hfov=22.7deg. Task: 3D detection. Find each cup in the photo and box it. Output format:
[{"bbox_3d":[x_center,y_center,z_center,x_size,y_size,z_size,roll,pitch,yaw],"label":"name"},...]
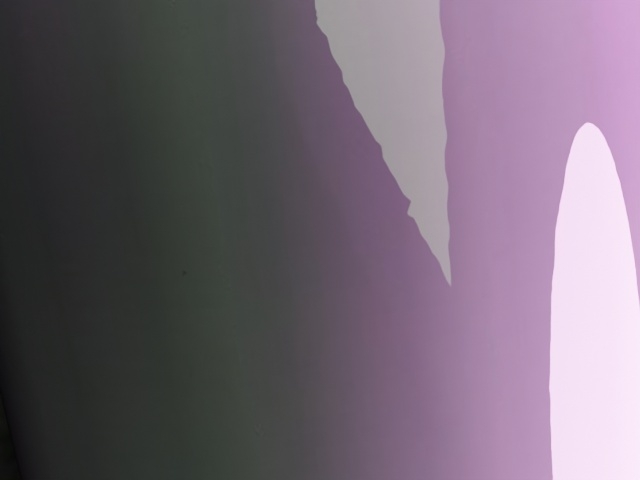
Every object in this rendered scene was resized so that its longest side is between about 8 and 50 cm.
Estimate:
[{"bbox_3d":[0.000,0.000,0.564,0.253,0.253,0.372,-11,101,-26],"label":"cup"}]
